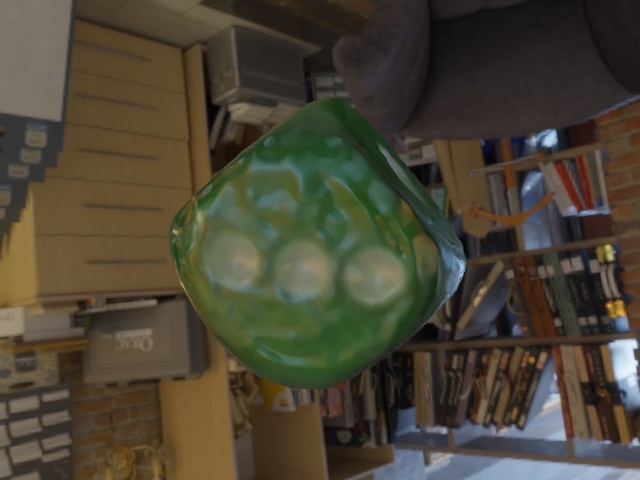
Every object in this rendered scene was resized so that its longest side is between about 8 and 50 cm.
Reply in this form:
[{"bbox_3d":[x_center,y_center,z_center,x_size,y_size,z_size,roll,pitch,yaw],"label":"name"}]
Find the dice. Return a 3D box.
[{"bbox_3d":[0.000,0.000,0.845,0.300,0.297,0.287,-39,-175,17],"label":"dice"}]
